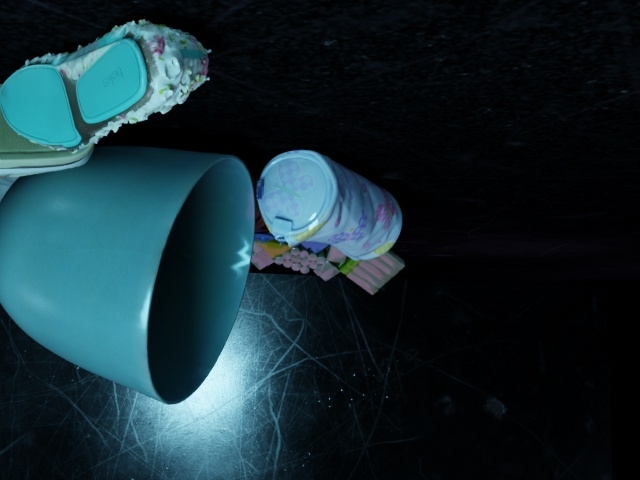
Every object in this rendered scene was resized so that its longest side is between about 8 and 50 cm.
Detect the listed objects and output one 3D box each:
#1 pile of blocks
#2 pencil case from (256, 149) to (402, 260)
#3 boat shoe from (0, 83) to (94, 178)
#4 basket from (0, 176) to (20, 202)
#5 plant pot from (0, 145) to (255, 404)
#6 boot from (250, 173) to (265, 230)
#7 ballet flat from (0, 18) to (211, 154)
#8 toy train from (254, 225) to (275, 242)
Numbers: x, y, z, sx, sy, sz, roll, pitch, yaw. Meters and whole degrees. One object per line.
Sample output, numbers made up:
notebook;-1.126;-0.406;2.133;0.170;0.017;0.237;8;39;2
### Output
pile of blocks;0.000;0.000;1.572;0.362;0.149;0.113;13;-146;-12
pencil case;0.022;-0.042;1.025;0.113;0.124;0.273;-1;173;27
boat shoe;-0.374;-0.101;0.696;0.302;0.113;0.103;4;167;-22
basket;-0.475;-0.055;1.114;0.167;0.113;0.103;2;177;8
plant pot;-0.239;0.019;0.863;0.235;0.293;0.293;14;176;13
boot;-0.232;-0.068;1.039;0.269;0.089;0.236;10;169;-42
ballet flat;-0.179;-0.124;0.607;0.240;0.091;0.077;1;-164;42
toy train;-0.121;-0.041;1.272;0.105;0.080;0.184;16;166;-41
